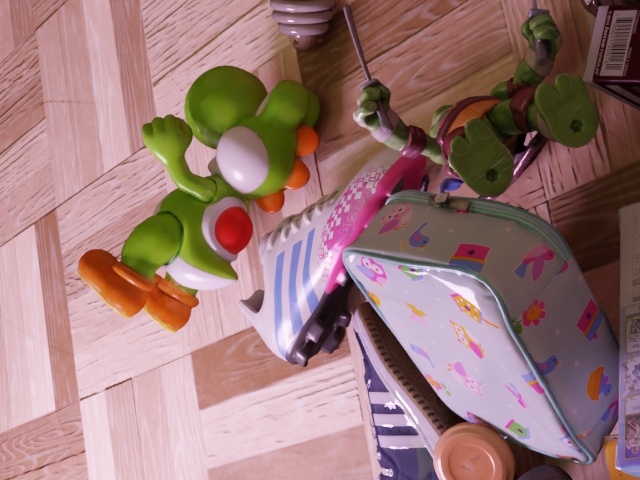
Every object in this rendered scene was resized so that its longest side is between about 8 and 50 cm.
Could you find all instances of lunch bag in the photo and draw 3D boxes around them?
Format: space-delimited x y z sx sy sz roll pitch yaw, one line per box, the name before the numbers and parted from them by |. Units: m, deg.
lunch bag | 0.154 0.073 1.092 0.108 0.279 0.224 -47 33 -21

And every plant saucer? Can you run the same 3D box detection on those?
plant saucer | 0.150 0.220 1.152 0.083 0.013 0.084 6 106 23

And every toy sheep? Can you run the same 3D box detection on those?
toy sheep | -0.023 -0.298 1.447 0.091 0.091 0.132 20 121 48

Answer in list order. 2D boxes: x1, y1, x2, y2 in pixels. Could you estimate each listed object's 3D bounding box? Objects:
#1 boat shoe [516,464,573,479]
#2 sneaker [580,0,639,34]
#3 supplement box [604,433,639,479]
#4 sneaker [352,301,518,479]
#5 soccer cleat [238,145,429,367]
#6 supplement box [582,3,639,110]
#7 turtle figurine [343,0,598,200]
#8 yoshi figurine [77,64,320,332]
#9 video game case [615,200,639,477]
boat shoe | 0.181 0.361 1.165 0.130 0.132 0.355 -96 29 -51
sneaker | 0.262 -0.222 1.027 0.071 0.188 0.066 -13 66 17
supplement box | 0.315 0.282 1.026 0.078 0.080 0.234 -18 76 45
sneaker | 0.087 0.211 1.280 0.153 0.099 0.282 -53 54 31
soccer cleat | 0.000 0.000 1.364 0.143 0.116 0.331 41 122 21
supplement box | 0.353 -0.143 0.959 0.239 0.130 0.073 11 86 49
turtle figurine | 0.138 -0.155 1.126 0.266 0.197 0.275 -131 44 -71
yoshi figurine | -0.155 -0.076 1.497 0.362 0.203 0.203 -51 14 7
video game case | 0.364 0.057 0.931 0.269 0.061 0.244 -20 53 45
